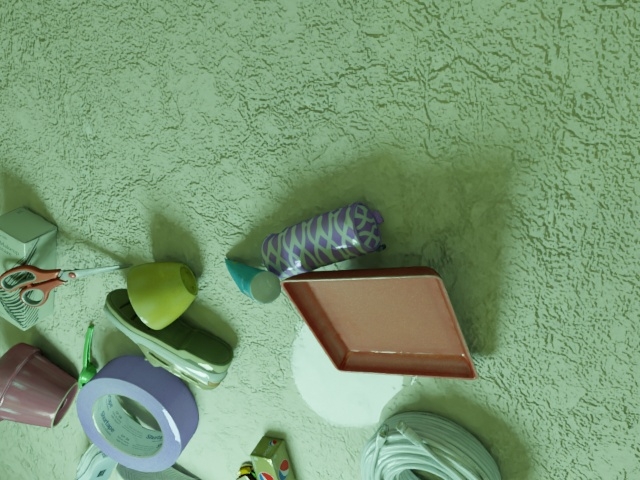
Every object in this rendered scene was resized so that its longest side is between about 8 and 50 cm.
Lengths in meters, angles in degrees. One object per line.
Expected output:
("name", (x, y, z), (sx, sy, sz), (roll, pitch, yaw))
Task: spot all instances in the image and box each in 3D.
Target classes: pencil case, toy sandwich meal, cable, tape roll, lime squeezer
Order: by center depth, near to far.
("pencil case", (0.000, 0.000, 0.861), (0.206, 0.088, 0.086), (-17, 109, 32))
("cable", (0.197, 0.438, 0.982), (0.257, 0.089, 0.257), (30, 125, 10))
("toy sandwich meal", (-0.165, 0.565, 1.266), (0.085, 0.029, 0.086), (12, 119, 22))
("tape roll", (-0.431, 0.410, 1.266), (0.274, 0.090, 0.275), (7, 116, 15))
("lime squeezer", (-0.564, 0.359, 1.351), (0.109, 0.059, 0.311), (-5, 111, 29))

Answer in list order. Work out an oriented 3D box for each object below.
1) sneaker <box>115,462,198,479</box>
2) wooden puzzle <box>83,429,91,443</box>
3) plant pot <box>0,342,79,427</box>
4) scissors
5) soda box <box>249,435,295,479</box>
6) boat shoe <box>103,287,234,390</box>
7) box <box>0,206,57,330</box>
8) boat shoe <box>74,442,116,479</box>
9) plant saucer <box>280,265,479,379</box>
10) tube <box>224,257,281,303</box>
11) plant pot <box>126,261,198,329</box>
("sneaker", (-0.380, 0.687, 1.390), (0.349, 0.131, 0.148), (32, 132, 16))
("wooden puzzle", (-0.618, 0.502, 1.456), (0.078, 0.014, 0.116), (-38, 69, 19))
("plant pot", (-0.743, 0.391, 1.388), (0.180, 0.201, 0.201), (25, 125, -5))
("scissors", (-0.557, 0.070, 1.155), (0.296, 0.021, 0.109), (-20, 121, 15))
("soda box", (-0.098, 0.531, 1.195), (0.058, 0.061, 0.182), (-2, 113, 27))
("boat shoe", (-0.331, 0.214, 1.123), (0.302, 0.113, 0.103), (31, 119, 9))
("box", (-0.690, 0.069, 1.245), (0.113, 0.094, 0.275), (27, 124, 11))
("boat shoe", (-0.640, 0.633, 1.519), (0.258, 0.095, 0.084), (-48, 57, 29))
("plant saucer", (0.101, 0.128, 0.857), (0.258, 0.048, 0.259), (-4, 134, 29))
("tube", (-0.126, 0.072, 0.936), (0.207, 0.052, 0.080), (5, 119, 66))
("plant pot", (-0.298, 0.095, 1.050), (0.095, 0.134, 0.134), (-23, 104, 9))
